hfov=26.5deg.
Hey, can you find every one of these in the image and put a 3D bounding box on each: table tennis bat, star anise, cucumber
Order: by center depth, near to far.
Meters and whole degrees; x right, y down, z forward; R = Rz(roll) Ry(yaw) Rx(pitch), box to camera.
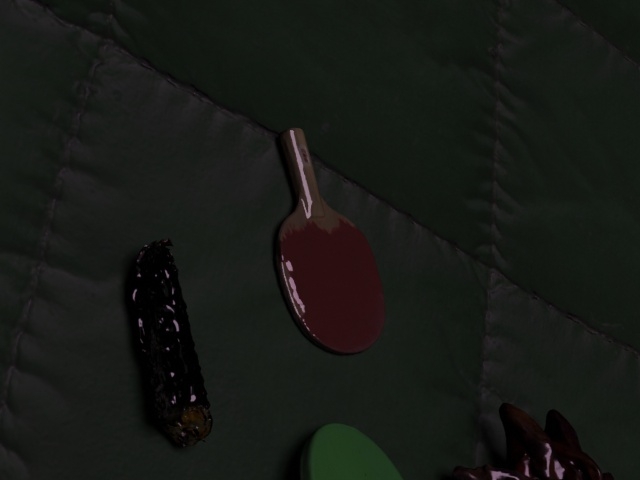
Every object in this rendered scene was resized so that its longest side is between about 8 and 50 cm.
[{"bbox_3d":[-0.129,0.084,1.156,0.053,0.053,0.181,7,62,-41],"label":"cucumber"},{"bbox_3d":[0.065,0.279,1.225,0.257,0.039,0.160,55,28,3],"label":"table tennis bat"},{"bbox_3d":[0.000,0.000,1.345,0.131,0.022,0.234,-5,73,-44],"label":"table tennis bat"},{"bbox_3d":[0.250,0.281,1.370,0.272,0.102,0.272,20,59,-37],"label":"star anise"}]
